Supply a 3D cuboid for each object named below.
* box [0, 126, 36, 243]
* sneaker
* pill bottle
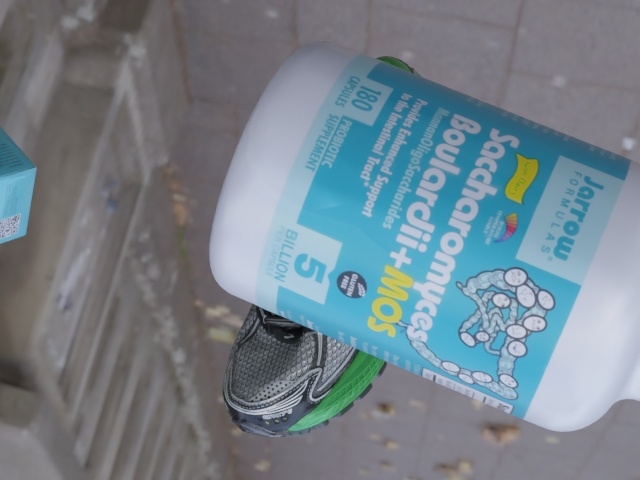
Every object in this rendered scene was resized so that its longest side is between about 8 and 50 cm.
[{"bbox_3d":[-0.396,-0.108,1.579,0.244,0.060,0.100,45,137,27],"label":"box"},{"bbox_3d":[0.000,0.000,1.226,0.134,0.343,0.146,10,157,31],"label":"sneaker"},{"bbox_3d":[0.086,0.006,0.772,0.264,0.146,0.146,22,156,9],"label":"pill bottle"}]
